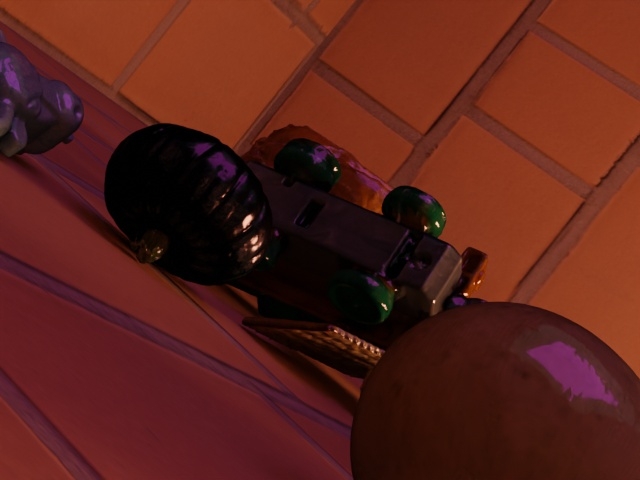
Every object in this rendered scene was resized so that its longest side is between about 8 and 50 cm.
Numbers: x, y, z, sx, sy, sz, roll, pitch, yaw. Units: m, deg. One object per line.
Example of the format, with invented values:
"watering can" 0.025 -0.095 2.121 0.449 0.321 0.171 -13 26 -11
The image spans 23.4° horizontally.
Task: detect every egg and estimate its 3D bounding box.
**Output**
"egg" 0.155 0.179 1.107 0.295 0.218 0.218 46 2 -3

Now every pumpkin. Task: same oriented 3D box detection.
"pumpkin" -0.141 -0.038 1.642 0.194 0.150 0.194 49 -1 2

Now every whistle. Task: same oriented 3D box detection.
"whistle" -0.344 -0.157 1.568 0.274 0.093 0.186 31 33 -52

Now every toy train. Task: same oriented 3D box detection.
"toy train" 0.019 0.039 1.918 0.429 0.178 0.249 23 -33 18

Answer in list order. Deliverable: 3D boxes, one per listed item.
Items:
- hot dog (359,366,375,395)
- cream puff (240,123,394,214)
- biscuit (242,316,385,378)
"hot dog" 0.122 0.213 1.809 0.084 0.073 0.242 35 2 36
"cream puff" 0.000 0.000 2.182 0.327 0.231 0.343 43 -7 -30
"biscuit" 0.023 0.127 1.772 0.139 0.016 0.231 3 -17 38
